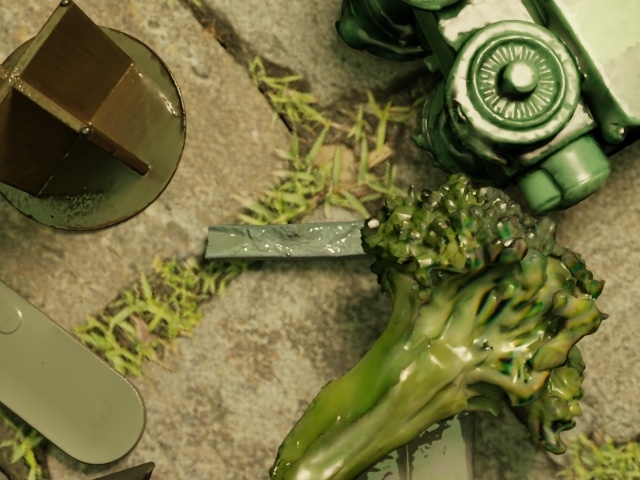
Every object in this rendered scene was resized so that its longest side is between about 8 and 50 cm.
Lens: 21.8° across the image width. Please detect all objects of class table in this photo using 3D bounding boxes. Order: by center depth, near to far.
[{"bbox_3d":[-0.198,-0.098,1.212,0.167,0.226,0.167,0,85,4],"label":"table"}]

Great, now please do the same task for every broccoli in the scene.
[{"bbox_3d":[0.090,0.099,1.196,0.198,0.177,0.274,27,88,-28],"label":"broccoli"}]

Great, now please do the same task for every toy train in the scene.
[{"bbox_3d":[0.152,-0.177,1.238,0.238,0.167,0.299,-29,85,-10],"label":"toy train"}]

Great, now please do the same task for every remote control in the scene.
[{"bbox_3d":[-0.240,0.086,1.302,0.245,0.022,0.077,37,90,6],"label":"remote control"}]

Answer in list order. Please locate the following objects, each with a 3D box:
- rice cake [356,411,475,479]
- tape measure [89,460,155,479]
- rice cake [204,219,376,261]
[{"bbox_3d":[0.069,0.265,1.254,0.106,0.050,0.298,-2,85,3],"label":"rice cake"},{"bbox_3d":[-0.227,0.283,1.178,0.259,0.262,0.138,-21,94,2],"label":"tape measure"},{"bbox_3d":[0.000,0.000,1.284,0.180,0.042,0.030,-2,83,3],"label":"rice cake"}]
